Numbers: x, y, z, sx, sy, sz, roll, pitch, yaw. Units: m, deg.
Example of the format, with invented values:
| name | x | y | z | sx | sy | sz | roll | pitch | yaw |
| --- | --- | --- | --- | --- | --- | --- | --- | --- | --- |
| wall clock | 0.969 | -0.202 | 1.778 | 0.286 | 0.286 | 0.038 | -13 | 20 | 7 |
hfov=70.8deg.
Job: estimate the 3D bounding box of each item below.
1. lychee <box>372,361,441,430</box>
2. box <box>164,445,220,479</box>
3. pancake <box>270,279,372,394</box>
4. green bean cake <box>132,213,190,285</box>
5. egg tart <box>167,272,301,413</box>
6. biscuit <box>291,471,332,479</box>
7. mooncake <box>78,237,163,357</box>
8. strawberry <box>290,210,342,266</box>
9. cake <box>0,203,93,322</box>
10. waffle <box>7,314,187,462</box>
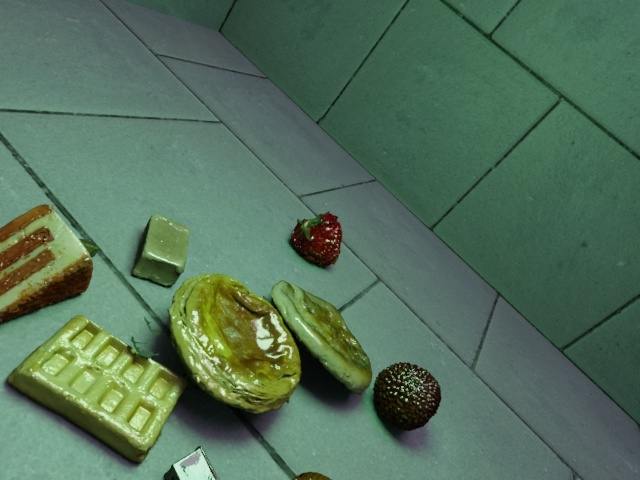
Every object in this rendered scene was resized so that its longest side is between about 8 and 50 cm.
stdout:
| name | x | y | z | sx | sy | sz | roll | pitch | yaw |
| --- | --- | --- | --- | --- | --- | --- | --- | --- | --- |
| lychee | 0.234 | 0.422 | 1.235 | 0.188 | 0.188 | 0.188 | 30 | 28 | -18 |
| box | -0.225 | 0.421 | 0.790 | 0.063 | 0.060 | 0.084 | -9 | 55 | -51 |
| pancake | 0.010 | 0.247 | 1.243 | 0.387 | 0.082 | 0.387 | 45 | 6 | -6 |
| green bean cake | -0.401 | 0.023 | 1.146 | 0.109 | 0.085 | 0.179 | 23 | 30 | -27 |
| egg tart | -0.201 | 0.236 | 1.007 | 0.352 | 0.150 | 0.352 | 36 | 26 | -21 |
| biscuit | 0.002 | 0.558 | 0.901 | 0.188 | 0.027 | 0.187 | 30 | 28 | -17 |
| mooncake | -0.434 | 0.101 | 0.955 | 0.150 | 0.057 | 0.347 | 20 | 20 | -42 |
| strawberry | 0.000 | 0.000 | 1.616 | 0.201 | 0.187 | 0.184 | 62 | 0 | -17 |
| cake | -0.558 | 0.047 | 0.825 | 0.158 | 0.159 | 0.262 | 46 | 28 | 5 |
| waffle | -0.391 | 0.261 | 0.822 | 0.274 | 0.057 | 0.168 | 36 | 27 | -7 |
